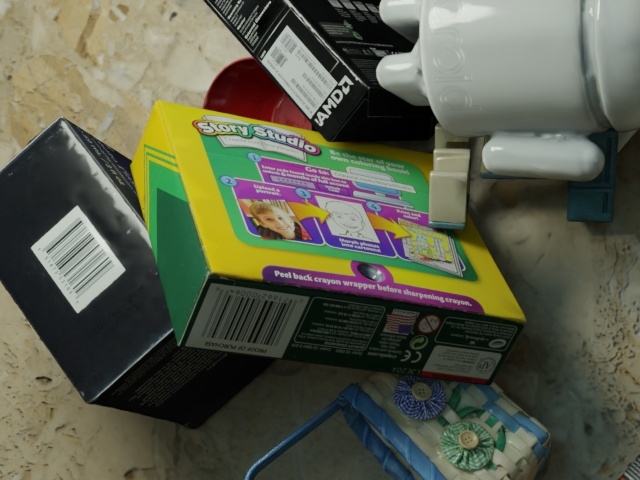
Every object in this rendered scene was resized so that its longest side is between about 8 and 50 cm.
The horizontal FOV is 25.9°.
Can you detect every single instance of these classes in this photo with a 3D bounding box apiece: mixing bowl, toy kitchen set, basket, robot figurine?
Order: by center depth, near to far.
[{"bbox_3d":[0.239,-0.209,1.466,0.354,0.200,0.299,-1,87,24],"label":"robot figurine"},{"bbox_3d":[0.092,0.261,1.546,0.289,0.201,0.255,-45,69,-8],"label":"basket"},{"bbox_3d":[0.230,-0.053,1.566,0.207,0.166,0.122,1,120,8],"label":"toy kitchen set"},{"bbox_3d":[-0.052,-0.139,1.730,0.181,0.098,0.181,8,104,37],"label":"mixing bowl"}]

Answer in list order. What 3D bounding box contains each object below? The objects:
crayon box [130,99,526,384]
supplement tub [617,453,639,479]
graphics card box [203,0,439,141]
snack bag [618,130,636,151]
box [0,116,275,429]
[{"bbox_3d":[0.000,0.000,1.511,0.106,0.363,0.313,-65,29,30],"label":"crayon box"},{"bbox_3d":[0.377,0.276,1.506,0.106,0.106,0.198,42,91,22],"label":"supplement tub"},{"bbox_3d":[-0.013,-0.274,1.692,0.371,0.233,0.094,49,118,21],"label":"graphics card box"},{"bbox_3d":[0.287,-0.298,1.568,0.342,0.037,0.323,45,137,9],"label":"snack bag"},{"bbox_3d":[-0.224,0.046,1.648,0.183,0.294,0.296,-41,69,5],"label":"box"}]
